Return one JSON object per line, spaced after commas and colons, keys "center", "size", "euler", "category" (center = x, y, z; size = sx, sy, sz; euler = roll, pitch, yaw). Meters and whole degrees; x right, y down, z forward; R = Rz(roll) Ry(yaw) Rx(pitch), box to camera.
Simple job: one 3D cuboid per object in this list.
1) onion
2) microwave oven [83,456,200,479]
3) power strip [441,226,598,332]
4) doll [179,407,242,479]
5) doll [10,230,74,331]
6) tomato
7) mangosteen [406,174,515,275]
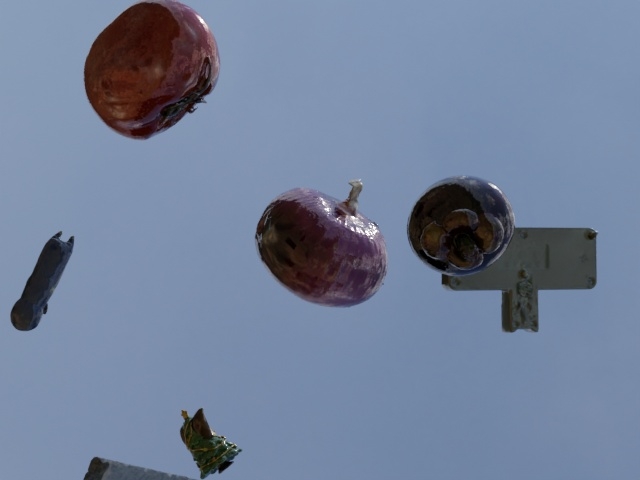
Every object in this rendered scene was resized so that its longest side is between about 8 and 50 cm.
{"center": [-0.008, 0.010, 2.385], "size": [0.200, 0.200, 0.207], "euler": [-46, -122, 49], "category": "onion"}
{"center": [-0.150, 0.529, 2.109], "size": [0.374, 0.432, 0.236], "euler": [-79, -179, -51], "category": "microwave oven"}
{"center": [0.273, 0.053, 2.117], "size": [0.061, 0.215, 0.145], "euler": [174, -85, -78], "category": "power strip"}
{"center": [-0.185, 0.315, 2.388], "size": [0.113, 0.077, 0.078], "euler": [41, -44, -4], "category": "doll"}
{"center": [-0.318, 0.047, 1.787], "size": [0.027, 0.037, 0.125], "euler": [72, 42, -73], "category": "doll"}
{"center": [-0.216, -0.221, 1.975], "size": [0.151, 0.187, 0.187], "euler": [55, -36, 1], "category": "tomato"}
{"center": [0.168, -0.013, 1.846], "size": [0.140, 0.140, 0.140], "euler": [-5, -95, 60], "category": "mangosteen"}
